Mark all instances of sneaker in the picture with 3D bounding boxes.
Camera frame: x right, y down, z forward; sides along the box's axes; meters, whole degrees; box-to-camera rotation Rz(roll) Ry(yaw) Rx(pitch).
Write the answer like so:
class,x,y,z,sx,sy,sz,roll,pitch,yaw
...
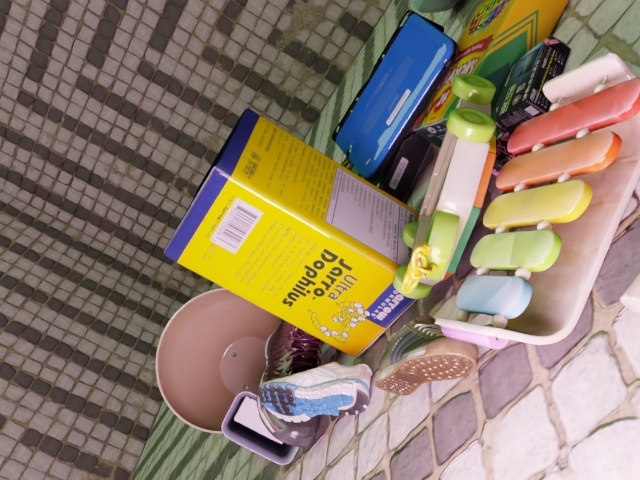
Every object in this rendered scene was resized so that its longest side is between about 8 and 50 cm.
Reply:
class,x,y,z,sx,sy,sz,roll,pitch,yaw
sneaker,0.125,0.125,0.760,0.192,0.064,0.086,132,158,-58
sneaker,-0.037,0.196,1.065,0.281,0.106,0.163,-105,34,-59
sneaker,-0.005,0.224,0.960,0.190,0.071,0.083,-8,26,25
sneaker,0.253,-0.113,0.852,0.057,0.047,0.119,-43,19,22

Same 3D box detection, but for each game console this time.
class,x,y,z,sx,sy,sz,roll,pitch,yaw
game console,0.173,-0.278,1.244,0.293,0.173,0.250,-58,40,24

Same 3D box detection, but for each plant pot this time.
class,x,y,z,sx,sy,sz,roll,pitch,yaw
plant pot,-0.175,0.258,1.322,0.284,0.284,0.191,-63,-16,-11

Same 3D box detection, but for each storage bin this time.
class,x,y,z,sx,sy,sz,roll,pitch,yaw
storage bin,-0.097,0.318,1.111,0.098,0.135,0.091,-63,2,-9

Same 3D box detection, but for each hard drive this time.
class,x,y,z,sx,sy,sz,roll,pitch,yaw
hard drive,0.131,-0.148,1.380,0.237,0.064,0.339,-64,13,-15

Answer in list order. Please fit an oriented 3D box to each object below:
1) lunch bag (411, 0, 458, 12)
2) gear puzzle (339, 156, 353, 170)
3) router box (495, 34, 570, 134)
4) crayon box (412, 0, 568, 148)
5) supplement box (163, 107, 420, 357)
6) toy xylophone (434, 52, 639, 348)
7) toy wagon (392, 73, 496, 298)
class,x,y,z,sx,sy,sz,roll,pitch,yaw
lunch bag,0.342,-0.729,1.625,0.223,0.160,0.262,-45,14,50
gear puzzle,0.038,-0.157,1.643,0.175,0.044,0.339,-58,-1,26
router box,0.299,-0.221,0.904,0.122,0.038,0.092,-65,12,-19
crayon box,0.291,-0.316,1.062,0.319,0.081,0.202,-61,11,-3
supplement box,-0.029,-0.008,1.005,0.195,0.356,0.194,-51,15,35
toy xylophone,0.241,-0.033,0.610,0.323,0.081,0.236,-65,13,-17
toy wagon,0.161,-0.047,0.815,0.344,0.068,0.267,-69,-7,-54
